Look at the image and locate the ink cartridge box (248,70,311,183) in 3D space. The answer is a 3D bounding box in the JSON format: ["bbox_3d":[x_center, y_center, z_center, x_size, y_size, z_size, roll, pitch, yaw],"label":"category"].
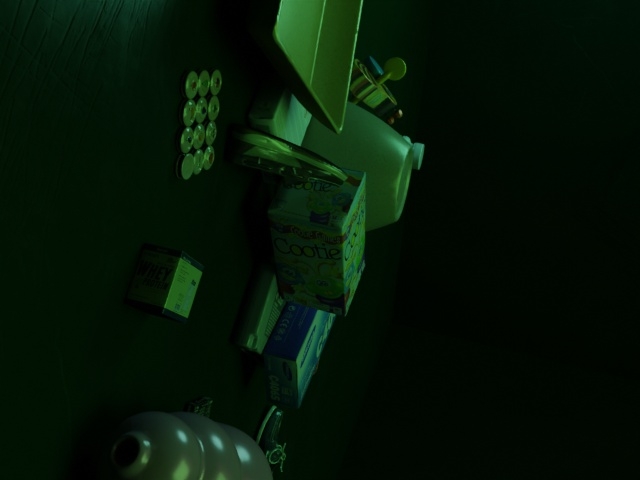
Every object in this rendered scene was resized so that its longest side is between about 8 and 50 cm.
[{"bbox_3d":[-0.065,-0.243,1.213,0.181,0.056,0.224,81,20,-57],"label":"ink cartridge box"}]

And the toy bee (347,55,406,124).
[{"bbox_3d":[0.142,-0.372,1.629,0.298,0.162,0.195,-23,166,-48],"label":"toy bee"}]

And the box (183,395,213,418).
[{"bbox_3d":[-0.215,0.309,1.140,0.083,0.018,0.067,17,86,-77],"label":"box"}]

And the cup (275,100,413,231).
[{"bbox_3d":[0.068,-0.145,1.438,0.331,0.237,0.331,12,90,-76],"label":"cup"}]

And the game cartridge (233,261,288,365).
[{"bbox_3d":[-0.103,0.159,1.403,0.294,0.060,0.196,69,39,-67],"label":"game cartridge"}]

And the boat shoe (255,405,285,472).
[{"bbox_3d":[-0.127,0.524,1.569,0.095,0.079,0.254,79,26,-58],"label":"boat shoe"}]

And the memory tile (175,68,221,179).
[{"bbox_3d":[-0.169,-0.164,0.920,0.113,0.012,0.148,-42,143,-68],"label":"memory tile"}]

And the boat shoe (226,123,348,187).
[{"bbox_3d":[-0.057,-0.126,1.101,0.073,0.224,0.080,-64,-146,11],"label":"boat shoe"}]

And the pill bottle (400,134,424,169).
[{"bbox_3d":[0.214,-0.273,2.015,0.108,0.194,0.108,13,90,-76],"label":"pill bottle"}]

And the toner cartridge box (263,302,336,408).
[{"bbox_3d":[-0.027,0.181,1.464,0.348,0.075,0.165,-64,160,-45],"label":"toner cartridge box"}]

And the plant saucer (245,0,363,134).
[{"bbox_3d":[-0.022,-0.387,1.070,0.333,0.081,0.332,41,55,-66],"label":"plant saucer"}]

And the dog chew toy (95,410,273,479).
[{"bbox_3d":[-0.191,0.331,0.907,0.332,0.207,0.206,65,38,-55],"label":"dog chew toy"}]

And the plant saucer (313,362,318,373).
[{"bbox_3d":[-0.035,0.247,1.772,0.259,0.048,0.258,3,99,-76],"label":"plant saucer"}]

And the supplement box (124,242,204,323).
[{"bbox_3d":[-0.205,0.058,0.874,0.083,0.056,0.083,59,45,-71],"label":"supplement box"}]

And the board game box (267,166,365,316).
[{"bbox_3d":[0.000,0.000,1.261,0.275,0.144,0.142,85,23,-51],"label":"board game box"}]
